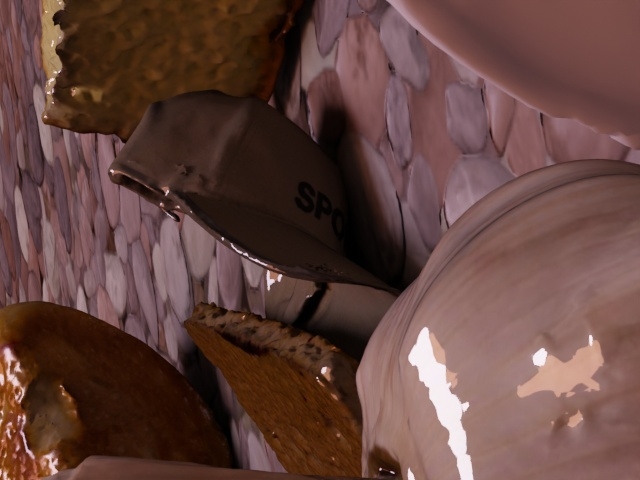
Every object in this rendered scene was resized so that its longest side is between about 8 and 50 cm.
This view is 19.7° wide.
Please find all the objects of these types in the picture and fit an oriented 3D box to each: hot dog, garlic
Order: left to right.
[{"bbox_3d":[-0.138,0.164,1.198,0.150,0.153,0.257,-43,63,34],"label":"hot dog"},{"bbox_3d":[0.034,0.075,0.502,0.199,0.226,0.199,177,90,-75],"label":"garlic"}]

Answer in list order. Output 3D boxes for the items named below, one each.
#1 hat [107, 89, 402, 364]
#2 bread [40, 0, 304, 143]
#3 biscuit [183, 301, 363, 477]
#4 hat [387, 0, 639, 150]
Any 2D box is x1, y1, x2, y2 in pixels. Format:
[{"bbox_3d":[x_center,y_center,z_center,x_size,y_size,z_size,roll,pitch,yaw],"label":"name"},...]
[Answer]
[{"bbox_3d":[0.000,0.000,0.861,0.175,0.085,0.147,26,161,47],"label":"hat"},{"bbox_3d":[-0.074,-0.166,0.900,0.260,0.129,0.134,108,156,-52],"label":"bread"},{"bbox_3d":[0.005,0.089,0.847,0.131,0.025,0.231,56,166,-15],"label":"biscuit"},{"bbox_3d":[0.083,-0.128,0.388,0.126,0.203,0.203,-45,52,45],"label":"hat"}]
